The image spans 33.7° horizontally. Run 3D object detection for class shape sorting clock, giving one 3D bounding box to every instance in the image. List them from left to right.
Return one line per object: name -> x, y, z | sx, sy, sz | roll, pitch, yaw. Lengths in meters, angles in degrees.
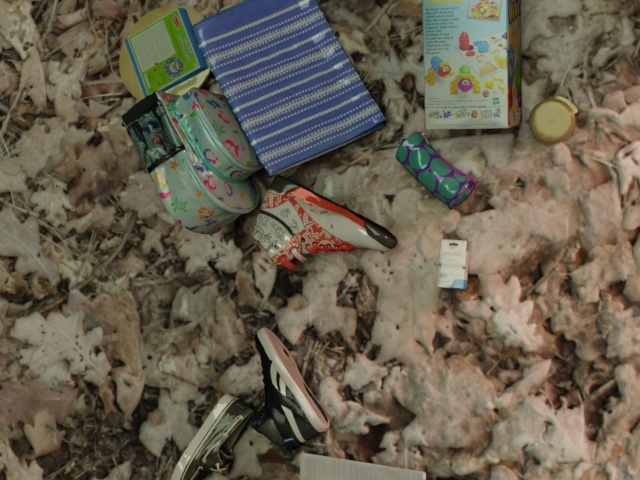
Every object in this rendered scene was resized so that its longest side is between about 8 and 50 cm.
shape sorting clock -> -0.298, -0.361, 2.061 | 0.206, 0.040, 0.206 | -4, 78, 21

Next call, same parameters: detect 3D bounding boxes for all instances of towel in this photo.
towel -> -0.060, -0.304, 1.914 | 0.243, 0.040, 0.336 | -25, 74, -12

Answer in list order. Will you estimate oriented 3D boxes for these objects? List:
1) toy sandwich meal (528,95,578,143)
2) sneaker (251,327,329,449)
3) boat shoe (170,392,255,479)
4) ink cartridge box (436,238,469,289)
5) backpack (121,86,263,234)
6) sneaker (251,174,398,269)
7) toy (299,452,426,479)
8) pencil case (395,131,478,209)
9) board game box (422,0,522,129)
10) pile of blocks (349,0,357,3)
toy sandwich meal -> 0.395, -0.205, 1.792 | 0.085, 0.029, 0.085 | 2, 95, 20
sneaker -> -0.089, 0.273, 1.882 | 0.121, 0.079, 0.217 | -36, 74, 11
boat shoe -> -0.197, 0.385, 1.909 | 0.070, 0.078, 0.219 | 32, 93, 22
ink cartridge box -> 0.230, 0.042, 1.820 | 0.048, 0.028, 0.083 | 4, 85, 21
backpack -> -0.215, -0.144, 1.908 | 0.191, 0.225, 0.253 | -26, 79, 21
sneaker -> 0.000, 0.000, 1.881 | 0.270, 0.090, 0.145 | 28, 94, 25
toy -> 0.074, 0.446, 1.813 | 0.237, 0.056, 0.137 | 3, 88, 26
pencil case -> 0.199, -0.124, 1.834 | 0.151, 0.064, 0.070 | 45, 116, 19
board game box -> 0.255, -0.328, 1.759 | 0.144, 0.142, 0.275 | 2, 101, 20
pile of blocks -> 0.163, -0.528, 1.865 | 0.362, 0.112, 0.149 | -9, 120, 15
